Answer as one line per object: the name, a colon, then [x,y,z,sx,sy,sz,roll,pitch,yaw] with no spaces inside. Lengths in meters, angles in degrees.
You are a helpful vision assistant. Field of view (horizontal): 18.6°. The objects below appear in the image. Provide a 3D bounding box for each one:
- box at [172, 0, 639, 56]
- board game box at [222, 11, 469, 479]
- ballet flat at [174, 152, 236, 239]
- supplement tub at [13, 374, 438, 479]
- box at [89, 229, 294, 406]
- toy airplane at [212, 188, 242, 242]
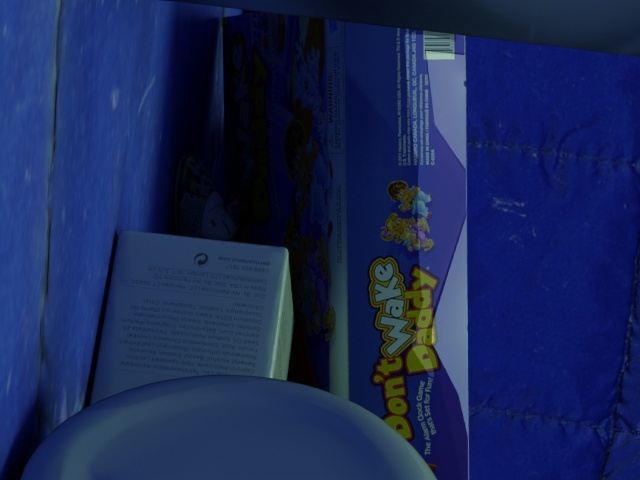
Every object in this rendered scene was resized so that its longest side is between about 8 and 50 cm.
box: [0.067,-0.259,0.896,0.182,0.294,0.296,-79,174,-48]
board game box: [0.011,0.028,1.217,0.233,0.078,0.347,-172,-100,-70]
ballet flat: [-0.072,0.003,1.212,0.041,0.041,0.114,-71,168,-72]
supplement tub: [-0.046,0.235,0.881,0.193,0.194,0.316,-78,173,-55]
box: [-0.070,0.097,1.036,0.130,0.091,0.170,89,8,-71]
toy airplane: [-0.067,0.042,1.266,0.151,0.028,0.151,-179,-90,-70]
